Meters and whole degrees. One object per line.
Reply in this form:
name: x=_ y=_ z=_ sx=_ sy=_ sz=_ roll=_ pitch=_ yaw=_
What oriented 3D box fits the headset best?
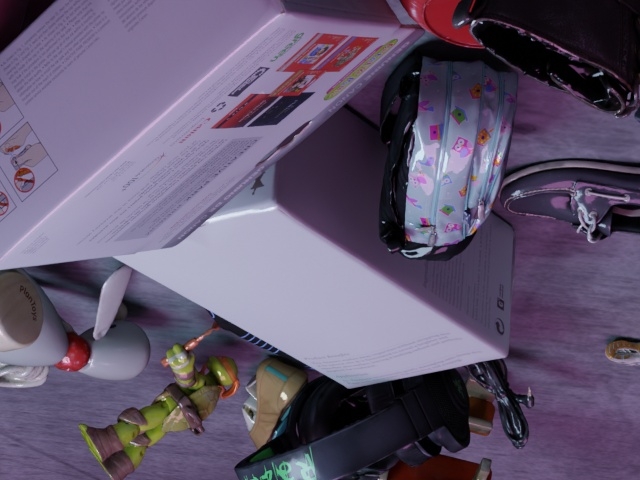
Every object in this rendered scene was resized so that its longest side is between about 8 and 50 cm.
headset: x=0.086 y=0.218 z=2.056 sx=0.394 sy=0.185 sz=0.243 roll=-26 pitch=-179 yaw=-44

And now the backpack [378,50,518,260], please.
backpack: x=0.112 y=-0.085 z=1.636 sx=0.115 sy=0.152 sz=0.182 roll=2 pitch=142 yaw=-4

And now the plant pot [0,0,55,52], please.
plant pot: x=-0.276 y=-0.184 z=1.459 sx=0.201 sy=0.201 sz=0.180 roll=-11 pitch=165 yaw=31

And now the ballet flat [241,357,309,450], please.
ballet flat: x=-0.063 y=0.208 z=2.357 sx=0.073 sy=0.080 sz=0.232 roll=34 pitch=152 yaw=7

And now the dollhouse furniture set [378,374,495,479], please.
dollhouse furniture set: x=0.079 y=0.285 z=2.251 sx=0.259 sy=0.262 sz=0.135 roll=15 pitch=156 yaw=1

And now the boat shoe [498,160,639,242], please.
boat shoe: x=0.271 y=-0.033 z=1.774 sx=0.206 sy=0.065 sz=0.075 roll=0 pitch=154 yaw=12

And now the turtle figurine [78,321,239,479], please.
turtle figurine: x=-0.176 y=0.205 z=2.218 sx=0.217 sy=0.087 sz=0.269 roll=-35 pitch=165 yaw=-12

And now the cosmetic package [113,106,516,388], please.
cosmetic package: x=0.000 y=0.000 z=1.803 sx=0.217 sy=0.156 sz=0.385 roll=-14 pitch=147 yaw=34

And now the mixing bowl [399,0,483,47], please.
mixing bowl: x=0.124 y=-0.210 z=1.404 sx=0.181 sy=0.098 sz=0.181 roll=5 pitch=155 yaw=2

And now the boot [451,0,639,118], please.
boot: x=0.210 y=-0.186 z=1.282 sx=0.263 sy=0.229 sz=0.091 roll=17 pitch=152 yaw=-21

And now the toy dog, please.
toy dog: x=-0.323 y=0.063 z=2.055 sx=0.220 sy=0.161 sz=0.334 roll=-3 pitch=168 yaw=12

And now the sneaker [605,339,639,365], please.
sneaker: x=0.372 y=0.131 z=2.139 sx=0.083 sy=0.032 sz=0.037 roll=9 pitch=168 yaw=5

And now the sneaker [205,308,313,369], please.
sneaker: x=-0.059 y=0.081 z=2.079 sx=0.090 sy=0.081 sz=0.232 roll=4 pitch=157 yaw=34

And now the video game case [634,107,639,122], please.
video game case: x=0.427 y=-0.035 z=1.670 sx=0.274 sy=0.026 sz=0.196 roll=31 pitch=178 yaw=-43

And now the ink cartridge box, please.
ink cartridge box: x=-0.107 y=-0.121 z=1.415 sx=0.309 sy=0.130 sz=0.272 roll=-39 pitch=166 yaw=22
